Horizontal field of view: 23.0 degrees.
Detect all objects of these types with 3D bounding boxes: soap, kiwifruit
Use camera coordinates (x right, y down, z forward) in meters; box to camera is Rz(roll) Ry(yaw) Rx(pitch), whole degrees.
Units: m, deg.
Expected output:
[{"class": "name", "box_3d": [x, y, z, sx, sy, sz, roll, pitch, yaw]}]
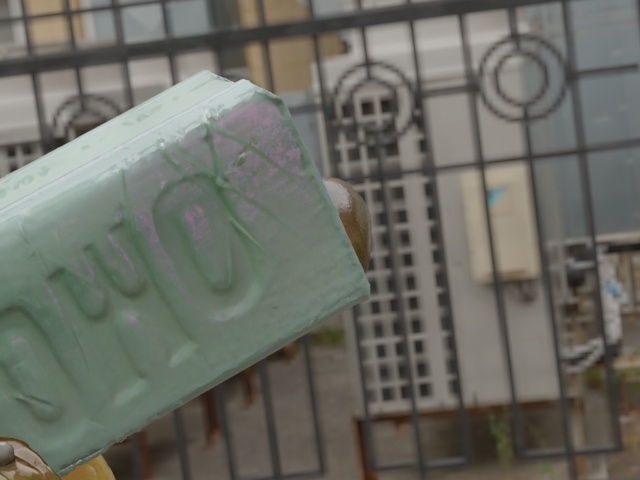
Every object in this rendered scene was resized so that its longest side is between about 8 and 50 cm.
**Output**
[{"class": "soap", "box_3d": [-0.117, 0.024, 0.855, 0.261, 0.150, 0.094, -30, 18, -11]}, {"class": "kiwifruit", "box_3d": [0.000, 0.000, 1.146, 0.075, 0.075, 0.124, -6, 36, 12]}]

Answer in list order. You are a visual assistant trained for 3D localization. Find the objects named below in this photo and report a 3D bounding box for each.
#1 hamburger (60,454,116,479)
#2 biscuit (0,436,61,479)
[{"class": "hamburger", "box_3d": [-0.316, 0.217, 1.220, 0.284, 0.304, 0.174, -48, 5, -34]}, {"class": "biscuit", "box_3d": [-0.269, 0.168, 0.725, 0.432, 0.283, 0.064, 18, 18, 40]}]
